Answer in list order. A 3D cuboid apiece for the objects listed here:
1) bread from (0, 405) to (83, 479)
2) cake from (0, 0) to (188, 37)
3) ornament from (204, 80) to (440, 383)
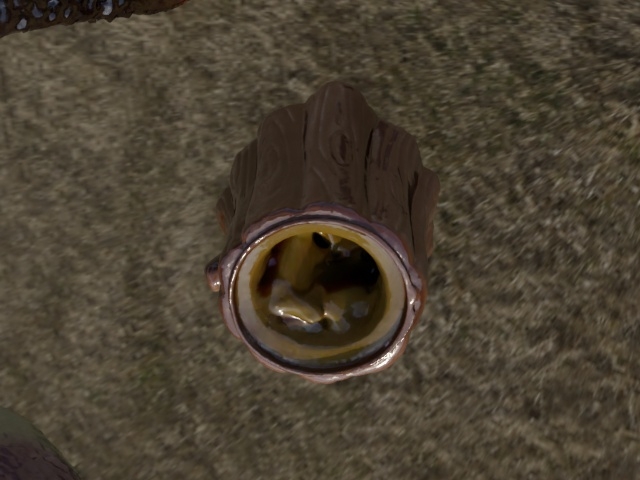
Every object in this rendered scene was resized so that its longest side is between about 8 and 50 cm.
[{"bbox_3d":[-0.122,0.236,0.578,0.155,0.338,0.187,-18,125,-20],"label":"bread"},{"bbox_3d":[-0.181,-0.143,0.773,0.112,0.246,0.135,11,144,50],"label":"cake"},{"bbox_3d":[0.000,0.000,1.208,0.221,0.217,0.235,-2,116,5],"label":"ornament"}]
